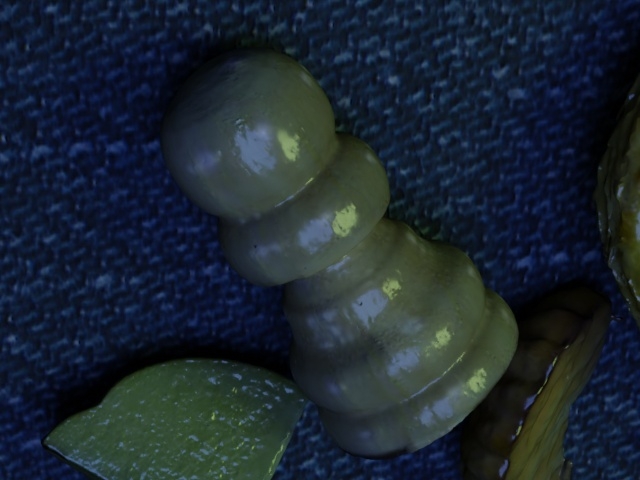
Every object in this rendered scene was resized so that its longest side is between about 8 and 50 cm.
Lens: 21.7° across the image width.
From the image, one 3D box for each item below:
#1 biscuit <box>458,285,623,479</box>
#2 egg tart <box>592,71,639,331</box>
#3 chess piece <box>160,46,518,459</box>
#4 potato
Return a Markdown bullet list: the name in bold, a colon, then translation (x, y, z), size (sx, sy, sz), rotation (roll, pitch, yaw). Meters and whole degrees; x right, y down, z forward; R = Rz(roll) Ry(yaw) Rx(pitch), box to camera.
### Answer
- **biscuit**: translation (0.139, 0.115, 1.148), size (0.118, 0.061, 0.183), rotation (-18, 131, -51)
- **egg tart**: translation (0.327, -0.027, 1.049), size (0.315, 0.120, 0.314), rotation (3, 104, 11)
- **chess piece**: translation (0.000, 0.000, 1.028), size (0.143, 0.142, 0.261), rotation (-33, 115, 8)
- **potato**: translation (-0.096, 0.123, 1.121), size (0.149, 0.081, 0.120), rotation (30, 78, -7)
